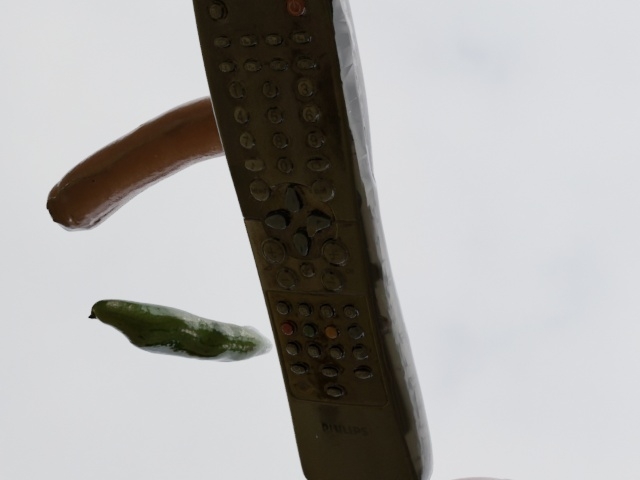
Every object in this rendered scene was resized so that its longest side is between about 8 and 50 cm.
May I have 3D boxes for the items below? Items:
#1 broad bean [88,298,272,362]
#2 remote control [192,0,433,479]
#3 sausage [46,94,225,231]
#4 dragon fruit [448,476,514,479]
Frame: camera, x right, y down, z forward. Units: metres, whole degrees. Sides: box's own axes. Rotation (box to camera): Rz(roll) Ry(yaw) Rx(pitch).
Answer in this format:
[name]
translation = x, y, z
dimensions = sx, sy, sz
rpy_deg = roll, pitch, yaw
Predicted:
[broad bean]
translation = -0.122, 0.091, 1.338
dimensions = 0.061, 0.195, 0.046
rpy_deg = -5, -106, 55
[remote control]
translation = 0.000, 0.000, 0.500
dimensions = 0.059, 0.028, 0.212
rpy_deg = 4, -63, 30
[sausage]
translation = -0.093, -0.048, 0.822
dimensions = 0.177, 0.040, 0.047
rpy_deg = -24, -78, 30
[dragon fruit]
translation = 0.124, 0.266, 1.071
dimensions = 0.210, 0.172, 0.172
rpy_deg = 16, -65, -3
